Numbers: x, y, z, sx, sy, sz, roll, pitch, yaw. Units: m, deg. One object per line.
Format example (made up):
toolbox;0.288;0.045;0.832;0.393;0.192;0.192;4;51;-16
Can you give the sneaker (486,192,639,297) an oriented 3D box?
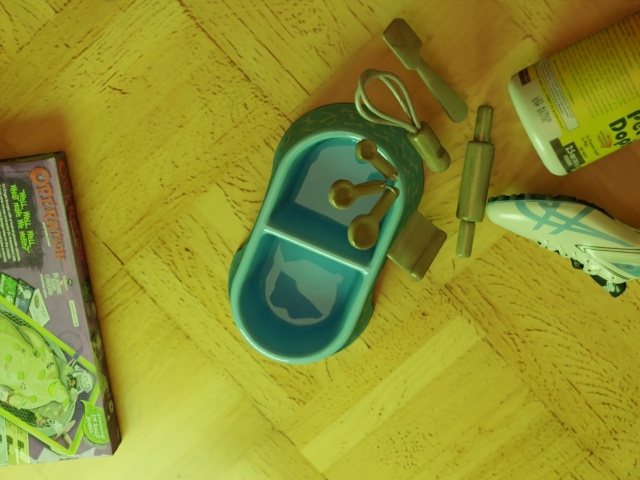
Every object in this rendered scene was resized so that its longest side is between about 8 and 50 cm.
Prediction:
sneaker;0.284;0.007;1.730;0.237;0.085;0.086;18;87;2

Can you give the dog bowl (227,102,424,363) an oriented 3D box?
dog bowl;0.000;0.000;1.775;0.166;0.074;0.297;23;105;2

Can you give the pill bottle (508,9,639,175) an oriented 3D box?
pill bottle;0.307;-0.159;1.673;0.215;0.117;0.117;-27;99;13

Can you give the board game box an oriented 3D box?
board game box;-0.356;0.084;1.857;0.208;0.056;0.346;-6;103;13

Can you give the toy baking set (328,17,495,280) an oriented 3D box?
toy baking set;0.104;-0.088;1.701;0.197;0.030;0.256;12;91;-38
